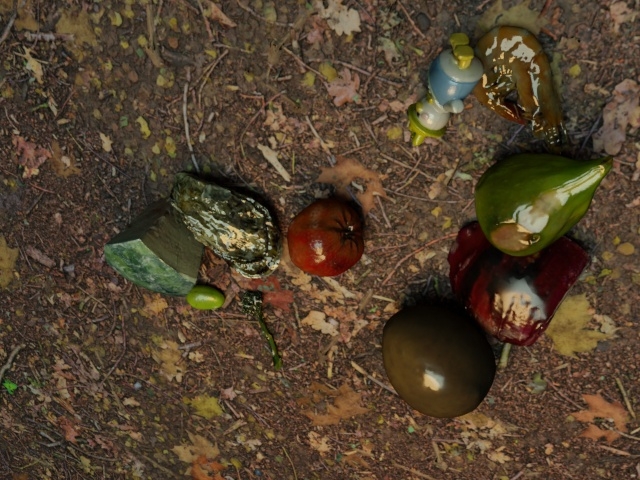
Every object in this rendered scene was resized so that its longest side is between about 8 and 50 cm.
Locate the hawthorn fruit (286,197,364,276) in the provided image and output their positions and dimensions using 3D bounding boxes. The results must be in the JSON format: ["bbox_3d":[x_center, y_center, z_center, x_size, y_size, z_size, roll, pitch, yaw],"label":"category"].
[{"bbox_3d":[0.000,0.000,1.512,0.200,0.179,0.179,-19,111,51],"label":"hawthorn fruit"}]

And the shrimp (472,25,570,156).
[{"bbox_3d":[0.384,-0.275,1.264,0.152,0.063,0.287,-17,107,30],"label":"shrimp"}]

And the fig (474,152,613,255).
[{"bbox_3d":[0.440,-0.091,1.249,0.275,0.206,0.206,-32,103,40],"label":"fig"}]

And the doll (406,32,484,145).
[{"bbox_3d":[0.239,-0.285,1.276,0.135,0.099,0.241,52,140,19],"label":"doll"}]

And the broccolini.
[{"bbox_3d":[-0.158,0.252,1.776,0.071,0.058,0.254,25,135,61],"label":"broccolini"}]

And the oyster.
[{"bbox_3d":[-0.235,-0.053,1.593,0.351,0.162,0.158,40,155,7],"label":"oyster"}]

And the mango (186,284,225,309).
[{"bbox_3d":[-0.314,0.157,1.782,0.108,0.056,0.073,9,125,2],"label":"mango"}]

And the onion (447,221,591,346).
[{"bbox_3d":[0.398,0.106,1.426,0.280,0.146,0.314,26,128,11],"label":"onion"}]

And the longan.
[{"bbox_3d":[0.270,0.278,1.512,0.243,0.300,0.300,-34,106,-9],"label":"longan"}]

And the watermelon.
[{"bbox_3d":[-0.399,0.000,1.657,0.229,0.258,0.387,24,168,-10],"label":"watermelon"}]
